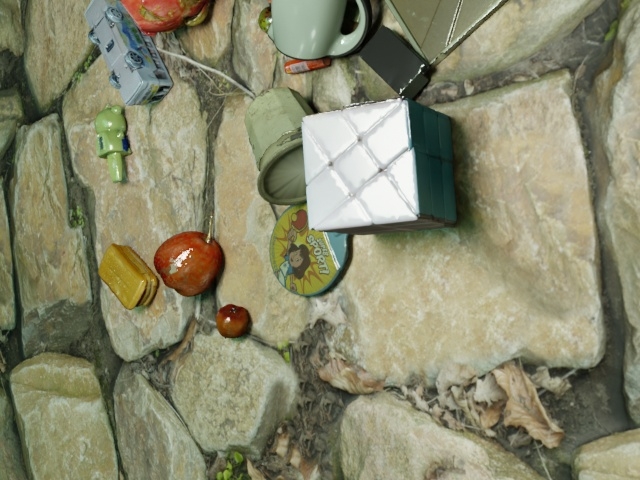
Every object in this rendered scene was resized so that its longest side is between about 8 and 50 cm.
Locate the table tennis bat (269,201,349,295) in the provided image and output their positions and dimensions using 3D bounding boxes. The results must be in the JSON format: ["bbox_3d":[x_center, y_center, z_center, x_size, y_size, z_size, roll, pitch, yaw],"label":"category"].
[{"bbox_3d":[0.000,0.000,1.741,0.329,0.044,0.215,-31,71,39],"label":"table tennis bat"}]

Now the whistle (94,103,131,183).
[{"bbox_3d":[-0.579,-0.273,2.186,0.105,0.085,0.227,-17,80,40],"label":"whistle"}]

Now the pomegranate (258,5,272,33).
[{"bbox_3d":[-0.103,-0.509,1.784,0.073,0.073,0.084,30,96,35],"label":"pomegranate"}]

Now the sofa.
[{"bbox_3d":[0.156,-0.357,1.584,0.085,0.060,0.147,-49,60,17],"label":"sofa"}]

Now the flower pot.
[{"bbox_3d":[-0.074,-0.212,1.695,0.212,0.212,0.202,-50,54,30],"label":"flower pot"}]

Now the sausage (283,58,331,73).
[{"bbox_3d":[-0.035,-0.395,1.752,0.130,0.034,0.034,-4,90,41],"label":"sausage"}]

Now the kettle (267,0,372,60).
[{"bbox_3d":[0.002,-0.487,1.610,0.221,0.161,0.236,17,136,6],"label":"kettle"}]

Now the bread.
[{"bbox_3d":[-0.535,0.099,2.173,0.200,0.077,0.115,41,118,33],"label":"bread"}]

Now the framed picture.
[{"bbox_3d":[0.261,-0.501,1.505,0.289,0.020,0.211,-40,67,34],"label":"framed picture"}]

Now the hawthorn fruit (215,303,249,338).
[{"bbox_3d":[-0.216,0.205,1.910,0.081,0.081,0.093,36,129,33],"label":"hawthorn fruit"}]

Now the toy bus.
[{"bbox_3d":[-0.511,-0.506,2.083,0.109,0.136,0.329,-40,67,33],"label":"toy bus"}]

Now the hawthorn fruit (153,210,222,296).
[{"bbox_3d":[-0.310,0.037,1.950,0.203,0.163,0.162,-40,66,15],"label":"hawthorn fruit"}]

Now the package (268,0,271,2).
[{"bbox_3d":[-0.149,-0.666,1.699,0.223,0.108,0.288,58,169,4],"label":"package"}]

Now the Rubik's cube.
[{"bbox_3d":[0.115,-0.130,1.488,0.222,0.225,0.230,-5,87,28],"label":"Rubik's cube"}]

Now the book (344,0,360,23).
[{"bbox_3d":[0.022,-0.575,1.701,0.228,0.024,0.160,28,112,35],"label":"book"}]

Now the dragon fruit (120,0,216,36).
[{"bbox_3d":[-0.358,-0.644,1.888,0.291,0.269,0.250,-38,54,-2],"label":"dragon fruit"}]
